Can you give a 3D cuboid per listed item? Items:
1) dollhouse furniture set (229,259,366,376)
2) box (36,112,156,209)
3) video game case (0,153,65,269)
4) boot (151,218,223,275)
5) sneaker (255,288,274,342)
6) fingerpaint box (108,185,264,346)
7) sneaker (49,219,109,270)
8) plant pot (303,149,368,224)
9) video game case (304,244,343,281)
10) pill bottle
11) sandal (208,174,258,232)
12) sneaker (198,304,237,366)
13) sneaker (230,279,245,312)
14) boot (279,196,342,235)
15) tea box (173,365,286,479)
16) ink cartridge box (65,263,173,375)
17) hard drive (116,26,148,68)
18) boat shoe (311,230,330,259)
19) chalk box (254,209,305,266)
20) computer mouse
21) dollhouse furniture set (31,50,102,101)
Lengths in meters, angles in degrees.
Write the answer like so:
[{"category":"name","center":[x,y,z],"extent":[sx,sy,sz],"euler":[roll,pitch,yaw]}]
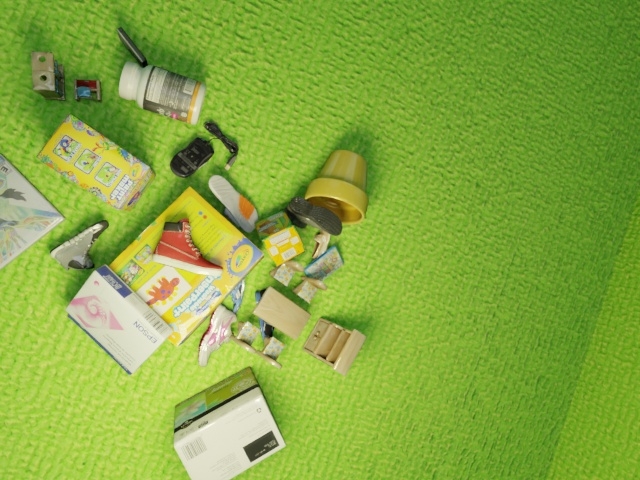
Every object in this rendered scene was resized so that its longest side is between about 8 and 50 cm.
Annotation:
[{"category":"dollhouse furniture set","center":[-0.064,0.327,1.694],"extent":[0.394,0.256,0.362],"euler":[39,73,-28]},{"category":"box","center":[-0.738,-0.248,1.507],"extent":[0.279,0.290,0.177],"euler":[35,82,-14]},{"category":"video game case","center":[-1.128,-0.082,1.530],"extent":[0.329,0.036,0.300],"euler":[-43,103,-11]},{"category":"boot","center":[-0.435,0.021,1.522],"extent":[0.244,0.088,0.176],"euler":[17,80,-2]},{"category":"sneaker","center":[-0.206,0.312,1.795],"extent":[0.091,0.081,0.232],"euler":[-9,94,-11]},{"category":"fingerpaint box","center":[-0.491,0.094,1.631],"extent":[0.371,0.163,0.445],"euler":[42,80,-1]},{"category":"sneaker","center":[-0.839,0.030,1.603],"extent":[0.229,0.086,0.132],"euler":[-33,106,-3]},{"category":"plant pot","center":[0.083,-0.222,1.791],"extent":[0.254,0.254,0.238],"euler":[22,70,-16]},{"category":"video game case","center":[0.015,0.110,1.857],"extent":[0.166,0.015,0.119],"euler":[-38,133,-12]},{"category":"pill bottle","center":[-0.570,-0.539,1.615],"extent":[0.279,0.162,0.162],"euler":[15,88,-16]},{"category":"sandal","center":[-0.348,-0.145,1.737],"extent":[0.265,0.076,0.102],"euler":[53,54,-23]},{"category":"sneaker","center":[-0.400,0.378,1.728],"extent":[0.111,0.103,0.252],"euler":[24,86,-14]},{"category":"sneaker","center":[-0.338,0.216,1.765],"extent":[0.059,0.053,0.144],"euler":[10,76,-15]},{"category":"boot","center":[-0.039,-0.085,1.793],"extent":[0.247,0.161,0.083],"euler":[30,67,-10]},{"category":"tea box","center":[-0.344,0.682,1.641],"extent":[0.329,0.323,0.219],"euler":[-25,100,-15]},{"category":"ink cartridge box","center":[-0.716,0.299,1.531],"extent":[0.324,0.071,0.330],"euler":[45,116,-3]},{"category":"hard drive","center":[-0.680,-0.693,1.609],"extent":[0.022,0.094,0.135],"euler":[-40,102,-12]},{"category":"boat shoe","center":[0.000,0.000,1.854],"extent":[0.059,0.063,0.170],"euler":[10,90,-23]},{"category":"chalk box","center":[-0.165,-0.024,1.725],"extent":[0.132,0.213,0.132],"euler":[-28,122,-6]},{"category":"computer mouse","center":[-0.442,-0.316,1.716],"extent":[0.184,0.060,0.262],"euler":[38,70,-10]},{"category":"dollhouse furniture set","center":[-0.875,-0.564,1.538],"extent":[0.184,0.129,0.128],"euler":[-2,93,-15]}]
